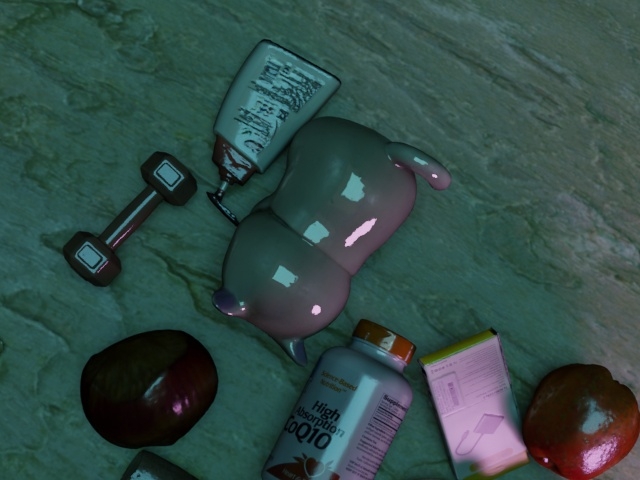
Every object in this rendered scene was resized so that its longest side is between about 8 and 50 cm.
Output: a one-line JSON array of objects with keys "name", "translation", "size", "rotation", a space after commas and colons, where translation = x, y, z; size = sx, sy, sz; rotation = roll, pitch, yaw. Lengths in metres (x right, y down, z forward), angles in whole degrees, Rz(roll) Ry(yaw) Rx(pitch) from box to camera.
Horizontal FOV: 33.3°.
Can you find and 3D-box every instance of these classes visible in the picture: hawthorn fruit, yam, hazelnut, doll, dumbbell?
[{"name": "hawthorn fruit", "translation": [0.401, 0.281, 1.656], "size": [0.189, 0.189, 0.189], "rotation": [1, 84, -7]}, {"name": "yam", "translation": [-0.234, 0.375, 1.607], "size": [0.127, 0.084, 0.084], "rotation": [33, 81, -6]}, {"name": "hazelnut", "translation": [-0.263, 0.220, 1.594], "size": [0.201, 0.160, 0.170], "rotation": [-13, 70, 28]}, {"name": "doll", "translation": [-0.001, -0.021, 1.619], "size": [0.370, 0.226, 0.215], "rotation": [-49, 122, 0]}, {"name": "dumbbell", "translation": [-0.292, -0.033, 1.641], "size": [0.092, 0.082, 0.231], "rotation": [43, 81, 0]}]

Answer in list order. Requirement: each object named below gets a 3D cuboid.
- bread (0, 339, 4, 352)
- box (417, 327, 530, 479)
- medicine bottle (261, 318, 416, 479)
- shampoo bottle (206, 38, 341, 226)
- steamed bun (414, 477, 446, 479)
[{"name": "bread", "translation": [-0.576, 0.080, 1.545], "size": [0.135, 0.178, 0.240], "rotation": [-22, 85, -8]}, {"name": "box", "translation": [0.241, 0.265, 1.663], "size": [0.129, 0.033, 0.247], "rotation": [-21, 113, -10]}, {"name": "medicine bottle", "translation": [0.039, 0.266, 1.613], "size": [0.157, 0.157, 0.289], "rotation": [28, 81, -4]}, {"name": "shampoo bottle", "translation": [-0.100, -0.166, 1.689], "size": [0.153, 0.071, 0.284], "rotation": [30, 83, -6]}, {"name": "steamed bun", "translation": [0.174, 0.480, 1.613], "size": [0.231, 0.145, 0.232], "rotation": [1, 84, -8]}]
